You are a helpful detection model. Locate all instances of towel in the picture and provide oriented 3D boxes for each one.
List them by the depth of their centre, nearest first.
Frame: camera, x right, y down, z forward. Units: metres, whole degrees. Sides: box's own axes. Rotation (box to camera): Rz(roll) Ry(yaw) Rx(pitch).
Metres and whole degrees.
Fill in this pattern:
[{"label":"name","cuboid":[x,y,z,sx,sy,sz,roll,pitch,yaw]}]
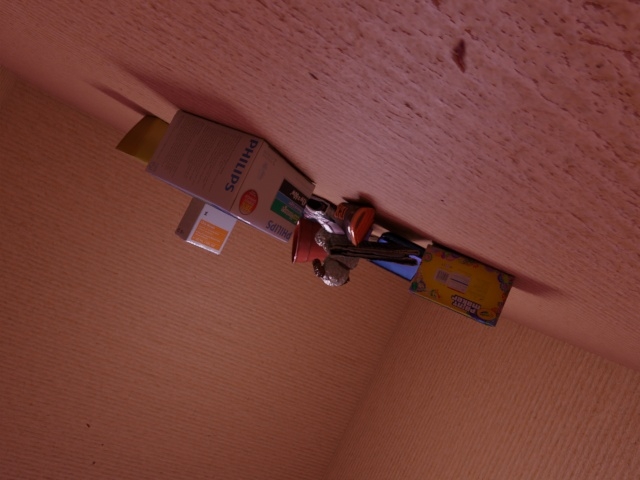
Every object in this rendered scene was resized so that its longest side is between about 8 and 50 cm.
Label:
[{"label":"towel","cuboid":[0.183,0.027,1.515,0.313,0.056,0.324,8,-173,0]}]

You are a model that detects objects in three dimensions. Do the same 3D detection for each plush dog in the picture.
[{"label":"plush dog","cuboid":[0.086,0.092,1.780,0.263,0.225,0.211,30,176,-35]}]

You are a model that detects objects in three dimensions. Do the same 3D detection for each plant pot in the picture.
[{"label":"plant pot","cuboid":[-0.687,-0.402,1.737,0.212,0.187,0.212,25,178,45]},{"label":"plant pot","cuboid":[0.000,0.000,2.143,0.266,0.271,0.272,7,-179,-10]}]

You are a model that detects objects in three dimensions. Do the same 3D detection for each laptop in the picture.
[{"label":"laptop","cuboid":[0.344,0.078,1.764,0.235,0.136,0.264,26,178,-2]}]

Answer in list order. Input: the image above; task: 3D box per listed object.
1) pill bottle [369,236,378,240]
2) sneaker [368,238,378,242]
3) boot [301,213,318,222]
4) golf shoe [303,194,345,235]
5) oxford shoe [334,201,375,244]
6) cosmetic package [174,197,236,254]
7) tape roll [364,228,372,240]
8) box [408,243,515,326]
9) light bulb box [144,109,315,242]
[{"label":"pill bottle","cuboid":[0.259,0.038,2.177,0.108,0.108,0.193,26,177,0]},{"label":"sneaker","cuboid":[0.340,0.051,1.977,0.298,0.110,0.129,21,160,27]},{"label":"boot","cuboid":[-0.042,-0.137,1.921,0.179,0.085,0.237,21,180,38]},{"label":"golf shoe","cuboid":[0.027,-0.103,1.690,0.273,0.105,0.120,26,171,-3]},{"label":"oxford shoe","cuboid":[0.099,-0.066,1.388,0.133,0.129,0.364,30,179,8]},{"label":"cosmetic package","cuboid":[-0.581,-0.178,2.295,0.162,0.452,0.230,24,177,46]},{"label":"tape roll","cuboid":[0.134,-0.053,1.859,0.189,0.080,0.189,26,177,2]},{"label":"box","cuboid":[0.489,0.162,1.465,0.290,0.176,0.279,22,177,19]},{"label":"light bulb box","cuboid":[-0.270,-0.194,1.318,0.362,0.225,0.358,24,177,27]}]
